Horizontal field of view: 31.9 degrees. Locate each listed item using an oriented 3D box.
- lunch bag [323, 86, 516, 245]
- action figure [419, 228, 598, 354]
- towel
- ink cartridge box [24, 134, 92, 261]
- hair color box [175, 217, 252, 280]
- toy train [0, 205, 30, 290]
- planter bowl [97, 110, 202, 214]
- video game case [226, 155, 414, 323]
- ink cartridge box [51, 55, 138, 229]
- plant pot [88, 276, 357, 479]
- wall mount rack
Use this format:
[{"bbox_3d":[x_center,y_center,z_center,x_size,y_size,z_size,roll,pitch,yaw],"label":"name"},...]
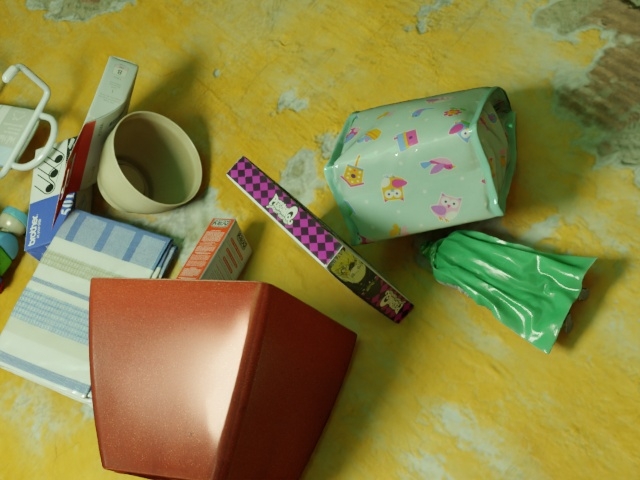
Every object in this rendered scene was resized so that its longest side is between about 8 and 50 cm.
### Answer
[{"bbox_3d":[0.147,-0.120,1.529,0.224,0.160,0.262,-12,23,21],"label":"lunch bag"},{"bbox_3d":[0.227,0.045,1.449,0.232,0.063,0.137,24,76,32],"label":"action figure"},{"bbox_3d":[-0.361,0.097,1.714,0.209,0.034,0.285,17,69,20],"label":"towel"},{"bbox_3d":[-0.433,-0.072,1.870,0.097,0.046,0.207,-16,56,20],"label":"ink cartridge box"},{"bbox_3d":[-0.155,0.041,1.621,0.043,0.072,0.141,3,46,30],"label":"hair color box"},{"bbox_3d":[-0.607,-0.006,1.891,0.248,0.105,0.143,13,57,33],"label":"toy train"},{"bbox_3d":[-0.283,-0.107,1.759,0.109,0.162,0.162,-31,47,41],"label":"planter bowl"},{"bbox_3d":[0.000,0.000,1.499,0.042,0.210,0.232,-49,51,1],"label":"video game case"},{"bbox_3d":[-0.355,-0.147,1.773,0.066,0.189,0.232,15,53,-11],"label":"ink cartridge box"},{"bbox_3d":[-0.137,0.197,1.435,0.268,0.267,0.235,0,72,27],"label":"plant pot"},{"bbox_3d":[-0.624,-0.170,1.950,0.350,0.130,0.304,12,70,43],"label":"wall mount rack"}]
